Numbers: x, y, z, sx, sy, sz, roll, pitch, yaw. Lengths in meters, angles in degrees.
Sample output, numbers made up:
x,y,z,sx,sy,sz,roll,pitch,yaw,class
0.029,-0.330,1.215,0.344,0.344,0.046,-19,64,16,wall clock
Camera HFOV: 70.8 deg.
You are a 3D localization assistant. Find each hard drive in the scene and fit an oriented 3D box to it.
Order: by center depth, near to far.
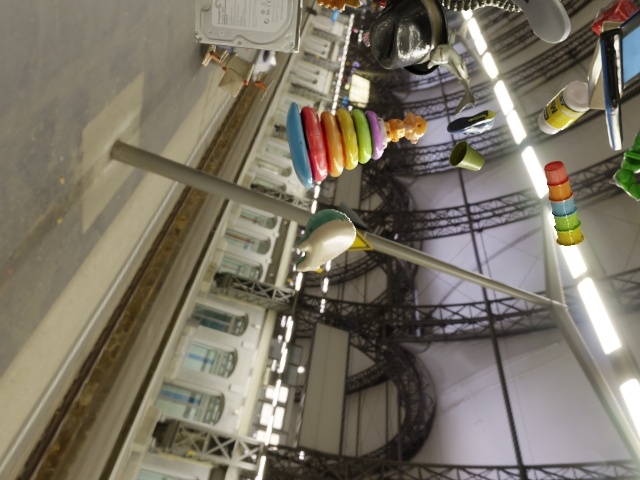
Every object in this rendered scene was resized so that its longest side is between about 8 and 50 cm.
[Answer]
x,y,z,sx,sy,sz,roll,pitch,yaw,class
-0.227,-0.728,1.409,0.064,0.339,0.236,-57,156,-68,hard drive

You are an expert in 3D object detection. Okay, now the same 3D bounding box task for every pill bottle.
x,y,z,sx,sy,sz,roll,pitch,yaw,class
0.933,-0.501,1.723,0.208,0.119,0.119,104,3,-75,pill bottle

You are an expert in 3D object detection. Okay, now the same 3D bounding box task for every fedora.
x,y,z,sx,sy,sz,roll,pitch,yaw,class
0.261,-0.669,1.463,0.152,0.334,0.334,-33,-179,-13,fedora

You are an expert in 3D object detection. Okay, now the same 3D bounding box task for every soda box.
x,y,z,sx,sy,sz,roll,pitch,yaw,class
0.995,-0.644,1.430,0.092,0.263,0.083,-58,-167,-14,soda box

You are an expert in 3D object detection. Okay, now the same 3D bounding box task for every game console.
x,y,z,sx,sy,sz,roll,pitch,yaw,class
0.729,-0.374,1.000,0.173,0.293,0.250,-6,-102,35,game console

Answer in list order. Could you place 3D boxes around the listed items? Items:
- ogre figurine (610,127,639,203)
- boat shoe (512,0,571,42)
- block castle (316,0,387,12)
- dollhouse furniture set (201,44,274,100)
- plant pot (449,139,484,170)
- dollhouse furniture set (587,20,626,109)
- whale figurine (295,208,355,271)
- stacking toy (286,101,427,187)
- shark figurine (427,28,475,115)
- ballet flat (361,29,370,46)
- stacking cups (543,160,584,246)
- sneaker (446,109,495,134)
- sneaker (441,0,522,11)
x,y,z,sx,sy,sz,roll,pitch,yaw,class
0.771,-0.181,1.045,0.097,0.118,0.197,-26,137,-47,ogre figurine
0.565,-0.612,1.141,0.095,0.084,0.258,105,-36,-67,boat shoe
0.041,-0.907,1.507,0.303,0.453,0.212,-60,169,-68,block castle
-0.321,-0.617,1.693,0.135,0.262,0.259,-59,-164,9,dollhouse furniture set
0.444,-0.247,1.351,0.083,0.079,0.083,-53,-153,42,plant pot
0.976,-0.469,1.233,0.256,0.394,0.362,-59,151,-42,dollhouse furniture set
0.000,0.000,1.572,0.272,0.216,0.141,-53,-128,39,whale figurine
0.081,-0.225,0.973,0.166,0.302,0.175,-119,-163,-85,stacking toy
0.404,-0.540,1.433,0.116,0.278,0.166,-4,-117,42,shark figurine
0.280,-0.873,1.898,0.077,0.221,0.079,-135,-158,-70,ballet flat
0.861,-0.133,1.611,0.096,0.316,0.096,-23,-159,9,stacking cups
0.460,-0.347,1.375,0.059,0.144,0.053,63,18,-54,sneaker
0.495,-0.790,1.375,0.129,0.330,0.147,91,11,-57,sneaker
